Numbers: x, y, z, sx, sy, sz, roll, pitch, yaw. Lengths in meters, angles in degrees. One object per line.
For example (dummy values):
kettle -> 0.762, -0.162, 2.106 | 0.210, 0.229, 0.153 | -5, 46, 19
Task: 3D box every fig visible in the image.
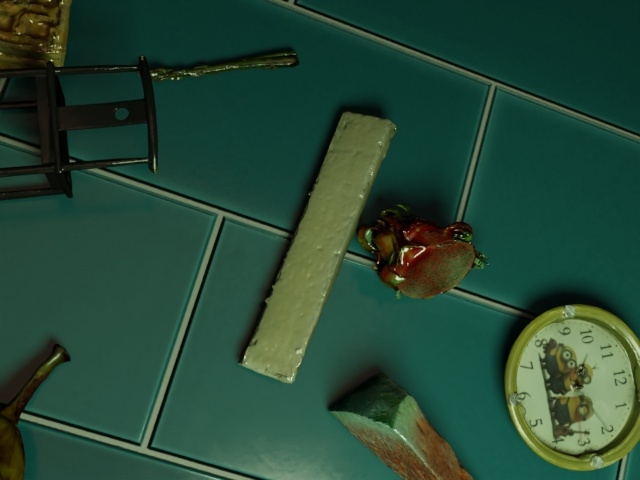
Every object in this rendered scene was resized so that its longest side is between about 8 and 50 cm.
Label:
fig -> -0.388, 0.253, 0.975 | 0.290, 0.191, 0.190 | -28, 86, -30

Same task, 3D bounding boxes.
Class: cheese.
cheese -> 0.001, 0.000, 1.163 | 0.085, 0.034, 0.400 | 19, 76, 17

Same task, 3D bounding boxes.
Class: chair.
chair -> -0.341, -0.138, 1.068 | 0.260, 0.141, 0.154 | -5, 81, -12

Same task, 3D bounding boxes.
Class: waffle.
waffle -> -0.477, -0.343, 1.103 | 0.308, 0.091, 0.212 | 8, 77, -11

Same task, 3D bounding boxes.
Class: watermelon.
watermelon -> 0.141, 0.286, 1.113 | 0.094, 0.154, 0.241 | -43, 104, -17

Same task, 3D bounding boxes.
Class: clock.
clock -> 0.363, 0.208, 1.207 | 0.237, 0.057, 0.237 | 2, 81, -13

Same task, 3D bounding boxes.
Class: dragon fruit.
dragon fruit -> 0.133, 0.011, 1.160 | 0.175, 0.142, 0.138 | 40, 109, 18

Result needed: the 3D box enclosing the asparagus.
asparagus -> -0.143, -0.245, 1.196 | 0.233, 0.022, 0.023 | -10, 126, -17
